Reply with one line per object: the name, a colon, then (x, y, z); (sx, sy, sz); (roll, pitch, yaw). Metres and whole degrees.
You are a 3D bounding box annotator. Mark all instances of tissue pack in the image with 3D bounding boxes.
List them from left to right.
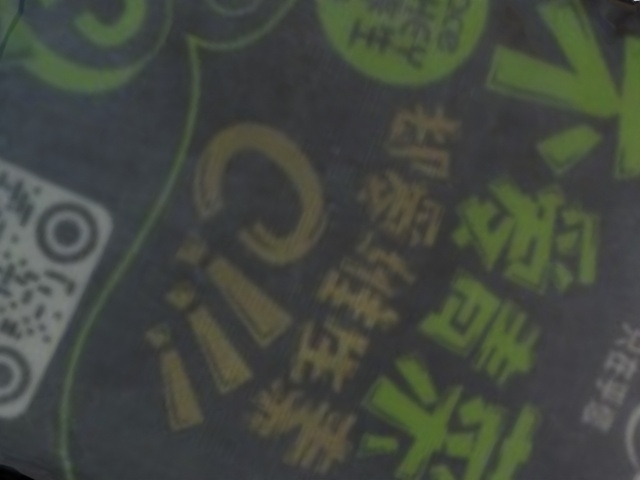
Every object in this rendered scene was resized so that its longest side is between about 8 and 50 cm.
tissue pack: (0.000, 0.000, 0.413); (0.235, 0.073, 0.173); (25, -91, -15)
